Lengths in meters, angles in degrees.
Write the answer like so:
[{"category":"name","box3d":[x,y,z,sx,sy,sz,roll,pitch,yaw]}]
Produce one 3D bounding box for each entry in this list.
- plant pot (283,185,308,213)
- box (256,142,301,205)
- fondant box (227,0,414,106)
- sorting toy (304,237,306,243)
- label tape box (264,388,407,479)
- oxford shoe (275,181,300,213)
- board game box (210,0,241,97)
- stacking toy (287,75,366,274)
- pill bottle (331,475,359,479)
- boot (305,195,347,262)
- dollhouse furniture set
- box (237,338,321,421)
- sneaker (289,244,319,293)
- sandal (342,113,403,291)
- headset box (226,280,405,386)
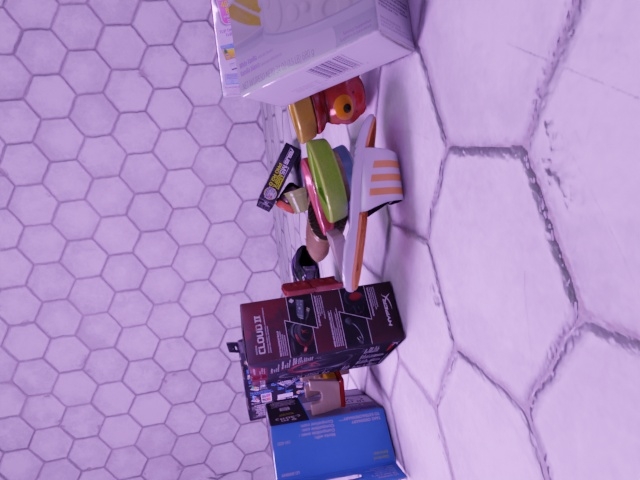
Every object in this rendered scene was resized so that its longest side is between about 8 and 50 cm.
[{"category":"plant pot","box3d":[-0.072,-0.132,1.623,0.083,0.084,0.079,-154,46,-79]},{"category":"box","box3d":[-0.157,-0.220,1.758,0.216,0.060,0.270,-65,7,-6]},{"category":"fondant box","box3d":[-0.020,-0.379,0.654,0.239,0.096,0.329,-10,86,39]},{"category":"sorting toy","box3d":[-0.045,0.022,1.746,0.083,0.012,0.061,-164,62,-76]},{"category":"label tape box","box3d":[0.014,0.410,1.029,0.334,0.241,0.105,146,118,-79]},{"category":"oxford shoe","box3d":[-0.104,-0.162,1.811,0.098,0.097,0.271,-63,8,6]},{"category":"board game box","box3d":[-0.186,-0.581,1.421,0.316,0.243,0.064,94,166,-47]},{"category":"stacking toy","box3d":[0.045,-0.123,0.842,0.308,0.131,0.279,77,174,-50]},{"category":"pill bottle","box3d":[0.034,0.793,1.444,0.161,0.162,0.283,-111,17,-55]},{"category":"boot","box3d":[0.007,-0.026,1.205,0.269,0.089,0.236,98,175,-55]},{"category":"dollhouse furniture set","box3d":[0.011,0.225,1.161,0.374,0.152,0.201,-145,48,-76]},{"category":"box","box3d":[-0.102,0.424,1.557,0.073,0.296,0.293,-119,23,-60]},{"category":"sneaker","box3d":[-0.049,0.147,1.618,0.124,0.108,0.283,107,154,-54]},{"category":"sandal","box3d":[0.085,-0.051,0.727,0.102,0.076,0.264,-26,-58,-77]},{"category":"headset box","box3d":[-0.022,0.179,0.887,0.218,0.294,0.110,101,159,-64]}]
